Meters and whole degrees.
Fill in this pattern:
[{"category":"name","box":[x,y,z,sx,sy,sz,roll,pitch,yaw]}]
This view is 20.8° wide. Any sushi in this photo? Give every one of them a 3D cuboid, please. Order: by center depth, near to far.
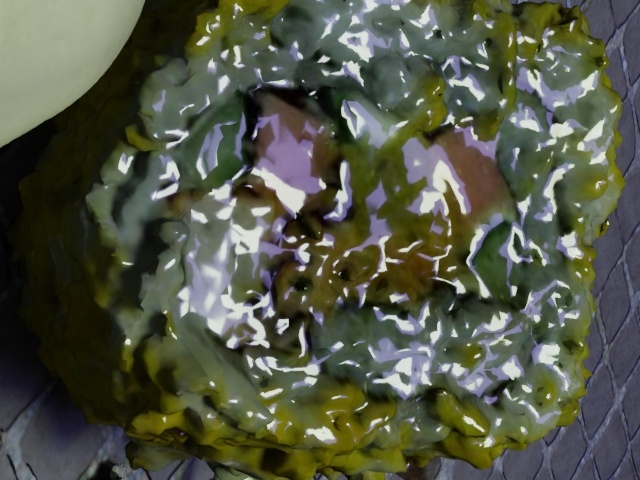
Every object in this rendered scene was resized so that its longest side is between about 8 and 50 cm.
[{"category":"sushi","box":[0.000,0.000,1.166,0.396,0.240,0.351,6,87,-30]}]

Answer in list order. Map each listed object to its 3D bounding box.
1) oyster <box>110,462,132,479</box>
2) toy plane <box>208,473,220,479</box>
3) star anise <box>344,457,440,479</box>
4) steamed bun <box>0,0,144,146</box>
[{"category":"oyster","box":[-0.134,0.234,1.268,0.121,0.045,0.146,-31,106,-63]},{"category":"toy plane","box":[-0.047,0.098,1.343,0.092,0.108,0.286,21,89,-58]},{"category":"star anise","box":[0.067,0.061,1.493,0.332,0.117,0.331,-5,96,-59]},{"category":"steamed bun","box":[-0.240,-0.165,0.779,0.334,0.312,0.233,-51,141,-48]}]
